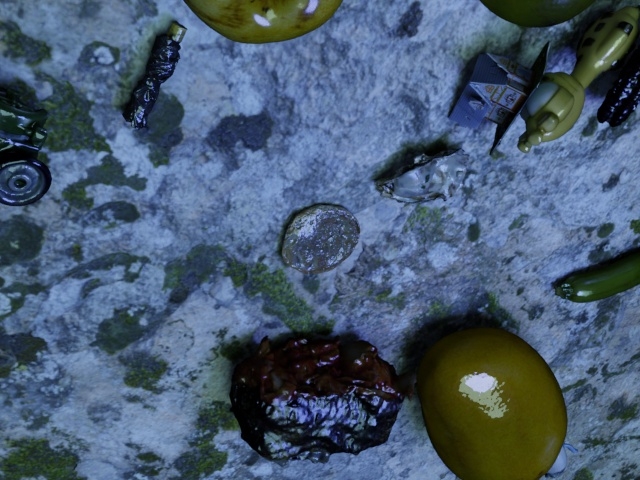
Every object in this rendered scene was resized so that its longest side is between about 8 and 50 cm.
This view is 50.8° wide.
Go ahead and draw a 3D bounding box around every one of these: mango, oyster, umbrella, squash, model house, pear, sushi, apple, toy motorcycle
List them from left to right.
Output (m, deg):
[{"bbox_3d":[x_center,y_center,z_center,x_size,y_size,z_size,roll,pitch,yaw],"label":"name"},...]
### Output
[{"bbox_3d":[-0.453,-0.103,0.760,0.275,0.127,0.205,20,117,-38],"label":"toy motorcycle"},{"bbox_3d":[-0.209,-0.209,0.853,0.037,0.040,0.144,22,112,-26],"label":"umbrella"},{"bbox_3d":[-0.066,-0.322,0.733,0.208,0.209,0.209,-13,128,-17],"label":"pear"},{"bbox_3d":[0.012,0.284,1.217,0.343,0.196,0.182,-1,129,-24],"label":"sushi"},{"bbox_3d":[0.172,-0.107,1.098,0.165,0.053,0.108,-13,147,-25],"label":"oyster"},{"bbox_3d":[0.351,0.346,1.404,0.300,0.232,0.446,-33,124,7],"label":"mango"},{"bbox_3d":[0.266,-0.230,1.029,0.088,0.117,0.167,25,141,0],"label":"model house"},{"bbox_3d":[0.286,-0.376,0.868,0.156,0.196,0.197,-21,133,-36],"label":"apple"},{"bbox_3d":[0.616,0.083,1.436,0.258,0.069,0.069,-19,130,-11],"label":"squash"}]

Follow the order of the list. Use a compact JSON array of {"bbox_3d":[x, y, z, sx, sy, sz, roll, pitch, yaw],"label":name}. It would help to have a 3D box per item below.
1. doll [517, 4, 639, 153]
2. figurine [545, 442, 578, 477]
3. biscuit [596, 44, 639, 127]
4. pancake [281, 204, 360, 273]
[{"bbox_3d":[0.393,-0.250,1.035,0.291,0.086,0.117,-49,174,-11],"label":"doll"},{"bbox_3d":[0.537,0.498,1.666,0.128,0.184,0.208,-29,169,-12],"label":"figurine"},{"bbox_3d":[0.512,-0.267,1.080,0.195,0.053,0.194,-52,166,-19],"label":"biscuit"},{"bbox_3d":[0.000,0.000,1.114,0.139,0.022,0.140,-13,128,-17],"label":"pancake"}]
